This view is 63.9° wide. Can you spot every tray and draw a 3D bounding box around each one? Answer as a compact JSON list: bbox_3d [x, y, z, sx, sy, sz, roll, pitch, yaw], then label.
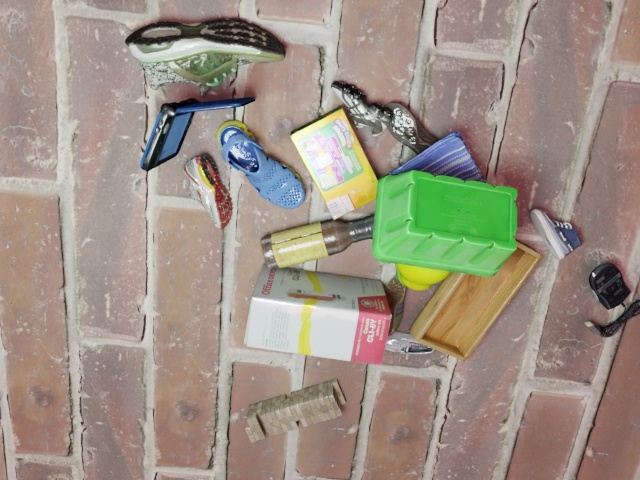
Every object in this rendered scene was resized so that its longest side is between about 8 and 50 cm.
[{"bbox_3d":[0.468,0.163,1.573,0.203,0.076,0.410,25,106,-20],"label":"tray"}]

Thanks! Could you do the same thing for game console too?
[{"bbox_3d":[-0.311,-0.286,1.341,0.173,0.293,0.250,25,106,-7],"label":"game console"}]

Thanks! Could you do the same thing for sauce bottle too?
[{"bbox_3d":[0.000,0.000,1.523,0.345,0.111,0.111,-12,107,5],"label":"sauce bottle"}]

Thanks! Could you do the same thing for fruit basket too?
[{"bbox_3d":[0.316,-0.016,1.421,0.392,0.392,0.282,7,76,-1],"label":"fruit basket"}]

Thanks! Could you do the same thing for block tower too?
[{"bbox_3d":[-0.087,0.567,1.713,0.336,0.097,0.091,-20,107,5],"label":"block tower"}]

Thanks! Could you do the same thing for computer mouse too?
[{"bbox_3d":[0.879,0.185,1.603,0.262,0.060,0.184,40,100,-23],"label":"computer mouse"}]

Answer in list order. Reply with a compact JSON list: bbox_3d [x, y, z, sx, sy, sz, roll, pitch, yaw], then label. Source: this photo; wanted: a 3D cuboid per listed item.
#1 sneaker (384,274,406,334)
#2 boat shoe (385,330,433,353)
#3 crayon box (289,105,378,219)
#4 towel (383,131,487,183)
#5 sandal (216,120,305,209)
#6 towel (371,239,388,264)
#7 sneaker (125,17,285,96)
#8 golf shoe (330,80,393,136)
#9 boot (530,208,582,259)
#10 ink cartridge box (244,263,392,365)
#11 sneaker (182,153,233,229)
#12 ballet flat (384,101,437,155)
[{"bbox_3d":[0.229,0.207,1.613,0.064,0.086,0.192,12,79,22],"label":"sneaker"},{"bbox_3d":[0.274,0.338,1.651,0.184,0.063,0.066,8,107,-2],"label":"boat shoe"},{"bbox_3d":[0.049,-0.220,1.469,0.165,0.081,0.278,-26,105,8],"label":"crayon box"},{"bbox_3d":[0.361,-0.123,1.477,0.243,0.040,0.336,-32,118,14],"label":"towel"},{"bbox_3d":[-0.174,-0.200,1.451,0.317,0.138,0.126,40,102,-13],"label":"sandal"},{"bbox_3d":[0.236,0.013,1.569,0.148,0.027,0.110,-17,107,5],"label":"towel"},{"bbox_3d":[-0.298,-0.483,1.388,0.411,0.158,0.182,0,138,-1],"label":"sneaker"},{"bbox_3d":[0.100,-0.364,1.425,0.198,0.077,0.094,37,127,6],"label":"golf shoe"},{"bbox_3d":[0.704,-0.037,1.534,0.086,0.069,0.190,-36,112,4],"label":"boot"},{"bbox_3d":[-0.008,0.207,1.500,0.385,0.279,0.160,8,107,-2],"label":"ink cartridge box"},{"bbox_3d":[-0.330,-0.138,1.509,0.093,0.088,0.225,-11,108,25],"label":"sneaker"},{"bbox_3d":[0.275,-0.296,1.462,0.250,0.058,0.084,42,120,-6],"label":"ballet flat"}]
